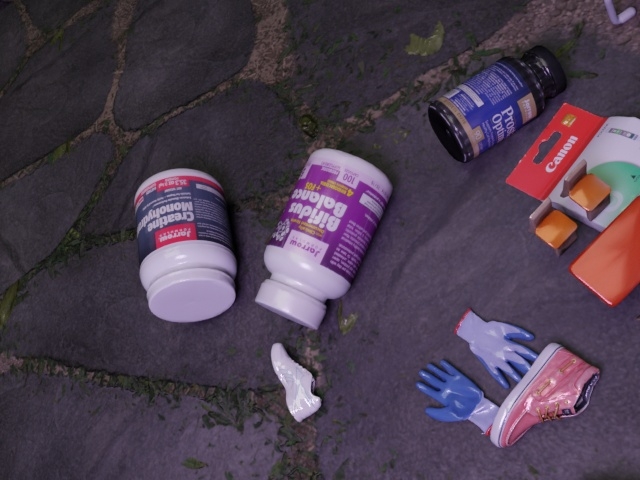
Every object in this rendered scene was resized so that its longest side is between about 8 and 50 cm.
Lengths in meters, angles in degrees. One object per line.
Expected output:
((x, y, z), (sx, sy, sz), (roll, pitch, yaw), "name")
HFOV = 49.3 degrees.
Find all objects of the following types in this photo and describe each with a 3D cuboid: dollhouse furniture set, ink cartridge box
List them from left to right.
((0.433, -0.128, 1.127), (0.225, 0.056, 0.181), (37, 89, 37), "ink cartridge box")
((0.460, -0.025, 0.959), (0.259, 0.135, 0.262), (-47, 68, 1), "dollhouse furniture set")

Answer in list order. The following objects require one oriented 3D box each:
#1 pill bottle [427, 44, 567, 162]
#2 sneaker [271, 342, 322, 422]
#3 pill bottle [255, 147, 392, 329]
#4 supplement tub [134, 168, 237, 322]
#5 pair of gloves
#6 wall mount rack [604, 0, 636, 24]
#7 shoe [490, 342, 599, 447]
((0.306, -0.240, 1.206), (0.219, 0.123, 0.123), (-33, 53, -1), "pill bottle")
((-0.042, 0.246, 1.249), (0.061, 0.053, 0.152), (-30, 60, 6), "sneaker")
((0.000, 0.000, 1.264), (0.169, 0.169, 0.301), (16, 76, 37), "pill bottle")
((-0.274, 0.008, 1.418), (0.191, 0.191, 0.272), (-27, 55, 19), "supplement tub")
((0.246, 0.209, 1.098), (0.159, 0.023, 0.198), (34, 86, 40), "pair of gloves")
((0.642, -0.420, 1.099), (0.304, 0.130, 0.350), (-41, 52, 13), "wall mount rack")
((0.324, 0.238, 1.006), (0.081, 0.063, 0.178), (31, 82, 43), "shoe")
